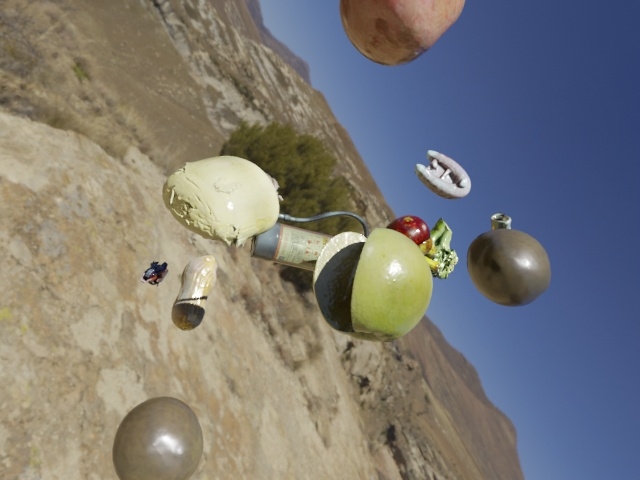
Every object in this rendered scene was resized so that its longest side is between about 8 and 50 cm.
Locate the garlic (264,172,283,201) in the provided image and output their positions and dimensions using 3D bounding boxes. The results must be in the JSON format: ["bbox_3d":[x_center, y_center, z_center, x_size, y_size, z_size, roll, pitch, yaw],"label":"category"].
[{"bbox_3d":[-0.227,-0.212,2.002,0.131,0.127,0.194,11,13,-40],"label":"garlic"}]

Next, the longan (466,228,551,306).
[{"bbox_3d":[0.522,0.073,1.343,0.248,0.249,0.248,-26,90,-89],"label":"longan"}]

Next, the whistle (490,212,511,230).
[{"bbox_3d":[0.591,0.057,1.555,0.067,0.057,0.326,-77,155,-54],"label":"whistle"}]

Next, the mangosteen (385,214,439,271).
[{"bbox_3d":[0.252,0.020,1.374,0.156,0.146,0.181,28,44,-73],"label":"mangosteen"}]

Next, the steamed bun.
[{"bbox_3d":[-0.238,-0.111,1.166,0.273,0.165,0.232,34,27,30],"label":"steamed bun"}]

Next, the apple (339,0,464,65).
[{"bbox_3d":[0.210,-0.594,1.218,0.345,0.345,0.269,-111,176,-81],"label":"apple"}]

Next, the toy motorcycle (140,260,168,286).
[{"bbox_3d":[-0.734,0.153,2.109,0.084,0.118,0.212,40,1,-3],"label":"toy motorcycle"}]

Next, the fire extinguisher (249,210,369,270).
[{"bbox_3d":[0.002,0.005,1.369,0.113,0.377,0.200,-123,-130,-68],"label":"fire extinguisher"}]

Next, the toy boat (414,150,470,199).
[{"bbox_3d":[0.487,-0.255,1.871,0.227,0.155,0.085,41,-19,5],"label":"toy boat"}]

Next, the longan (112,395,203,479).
[{"bbox_3d":[-0.508,0.640,1.510,0.297,0.298,0.297,-26,90,-89],"label":"longan"}]

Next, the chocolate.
[{"bbox_3d":[-0.487,0.197,1.851,0.134,0.134,0.308,63,39,-62],"label":"chocolate"}]

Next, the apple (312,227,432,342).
[{"bbox_3d":[0.123,0.109,1.165,0.292,0.292,0.253,63,39,-65],"label":"apple"}]

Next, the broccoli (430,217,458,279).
[{"bbox_3d":[0.496,0.033,2.058,0.248,0.245,0.288,23,22,-35],"label":"broccoli"}]
